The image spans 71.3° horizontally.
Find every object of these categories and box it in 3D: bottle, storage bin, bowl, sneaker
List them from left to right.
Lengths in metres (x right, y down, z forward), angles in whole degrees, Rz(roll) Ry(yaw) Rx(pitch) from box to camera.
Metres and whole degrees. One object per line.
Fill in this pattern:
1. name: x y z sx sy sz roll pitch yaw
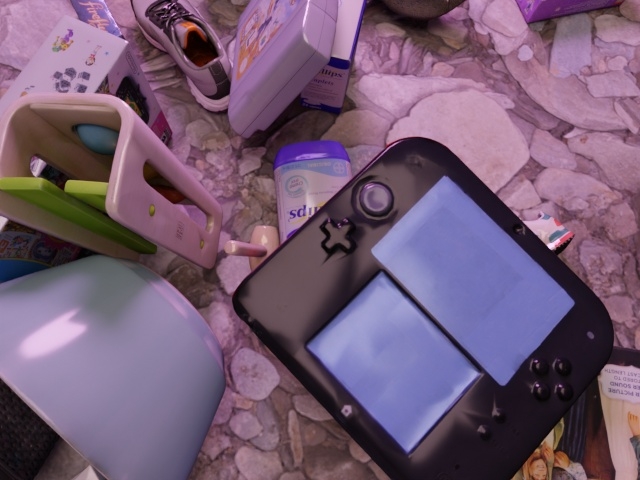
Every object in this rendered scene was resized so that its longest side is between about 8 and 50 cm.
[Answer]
1. storage bin: -0.410 0.215 0.501 0.122 0.084 0.180 -25 113 8
2. bowl: -0.228 0.139 0.504 0.311 0.312 0.163 39 56 9
3. sneaker: -0.220 -0.338 0.720 0.100 0.108 0.272 -37 77 -11
4. bottle: 0.000 0.000 0.637 0.118 0.092 0.283 -6 74 -2
5. sneaker: 0.298 0.010 0.677 0.161 0.057 0.075 -27 60 -9

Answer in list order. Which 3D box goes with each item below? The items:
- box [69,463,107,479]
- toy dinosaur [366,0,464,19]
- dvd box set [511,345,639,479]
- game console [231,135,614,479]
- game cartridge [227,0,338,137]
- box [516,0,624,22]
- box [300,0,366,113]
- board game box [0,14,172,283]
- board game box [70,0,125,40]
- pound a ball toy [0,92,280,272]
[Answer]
1. box: -0.316 0.389 0.535 0.186 0.038 0.145 -36 78 -13
2. toy dinosaur: 0.166 -0.453 0.786 0.313 0.121 0.160 24 86 0
3. dvd box set: 0.316 0.339 0.569 0.307 0.062 0.421 9 73 1
4. game console: 0.138 0.094 0.552 0.342 0.060 0.386 -43 86 -14
5. game cartridge: -0.056 -0.312 0.648 0.062 0.198 0.297 21 49 -30
6. box: 0.438 -0.564 0.845 0.200 0.057 0.294 -13 75 -7
7. box: 0.018 -0.294 0.702 0.072 0.137 0.126 13 73 1
8. board game box: -0.327 -0.086 0.579 0.097 0.224 0.304 23 74 3
9. board game box: -0.339 -0.337 0.683 0.042 0.165 0.243 -28 77 -10
10. pound a ball toy: -0.172 -0.048 0.534 0.208 0.319 0.136 3 77 6
